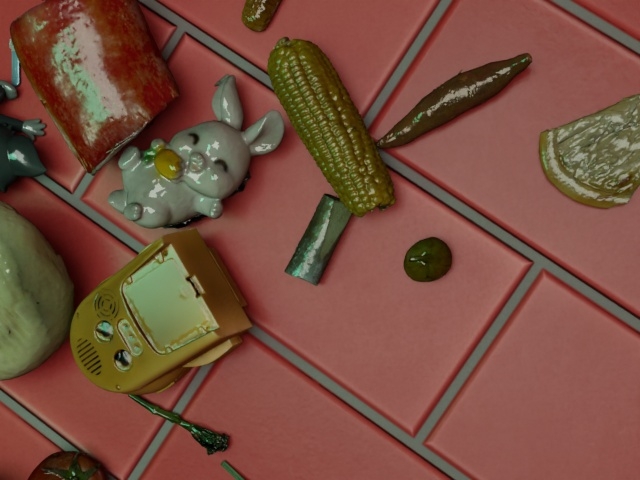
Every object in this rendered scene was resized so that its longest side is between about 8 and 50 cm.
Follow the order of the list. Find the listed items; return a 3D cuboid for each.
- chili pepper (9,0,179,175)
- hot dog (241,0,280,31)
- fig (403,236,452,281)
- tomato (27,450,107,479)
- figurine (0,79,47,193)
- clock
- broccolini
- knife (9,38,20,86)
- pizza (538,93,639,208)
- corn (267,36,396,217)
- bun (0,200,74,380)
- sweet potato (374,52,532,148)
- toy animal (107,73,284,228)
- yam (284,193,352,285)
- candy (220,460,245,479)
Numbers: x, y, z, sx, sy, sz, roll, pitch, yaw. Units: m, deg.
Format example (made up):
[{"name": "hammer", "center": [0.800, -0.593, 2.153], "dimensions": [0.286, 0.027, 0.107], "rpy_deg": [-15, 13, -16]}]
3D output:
[{"name": "chili pepper", "center": [-0.398, -0.303, 1.859], "dimensions": [0.251, 0.229, 0.305], "rpy_deg": [-30, 94, 7]}, {"name": "hot dog", "center": [-0.086, -0.489, 1.865], "dimensions": [0.066, 0.047, 0.216], "rpy_deg": [31, 95, 13]}, {"name": "fig", "center": [0.190, 0.033, 1.772], "dimensions": [0.084, 0.098, 0.082], "rpy_deg": [7, 89, 0]}, {"name": "tomato", "center": [-0.478, 0.483, 1.878], "dimensions": [0.167, 0.167, 0.167], "rpy_deg": [0, 89, 12]}, {"name": "figurine", "center": [-0.628, -0.215, 1.929], "dimensions": [0.193, 0.140, 0.265], "rpy_deg": [-13, 101, -6]}, {"name": "clock", "center": [-0.308, 0.147, 1.836], "dimensions": [0.317, 0.200, 0.244], "rpy_deg": [-32, 80, 17]}, {"name": "broccolini", "center": [-0.266, 0.335, 1.895], "dimensions": [0.218, 0.044, 0.042], "rpy_deg": [30, 110, 16]}, {"name": "knife", "center": [-0.597, -0.350, 1.986], "dimensions": [0.027, 0.010, 0.096], "rpy_deg": [1, 91, 11]}, {"name": "pizza", "center": [0.515, -0.160, 1.742], "dimensions": [0.262, 0.034, 0.181], "rpy_deg": [-30, 83, 9]}, {"name": "corn", "center": [0.018, -0.206, 1.797], "dimensions": [0.120, 0.120, 0.363], "rpy_deg": [-33, 80, 9]}, {"name": "bun", "center": [-0.617, 0.075, 1.873], "dimensions": [0.361, 0.213, 0.361], "rpy_deg": [6, 115, 13]}, {"name": "sweet potato", "center": [0.228, -0.251, 1.788], "dimensions": [0.314, 0.066, 0.072], "rpy_deg": [-27, 77, 13]}, {"name": "toy animal", "center": [-0.225, -0.142, 1.836], "dimensions": [0.208, 0.154, 0.325], "rpy_deg": [41, 84, 21]}, {"name": "yam", "center": [0.000, 0.000, 1.828], "dimensions": [0.068, 0.068, 0.169], "rpy_deg": [28, 96, 11]}, {"name": "candy", "center": [-0.076, 0.511, 1.838], "dimensions": [0.305, 0.083, 0.091], "rpy_deg": [39, 91, 18]}]
